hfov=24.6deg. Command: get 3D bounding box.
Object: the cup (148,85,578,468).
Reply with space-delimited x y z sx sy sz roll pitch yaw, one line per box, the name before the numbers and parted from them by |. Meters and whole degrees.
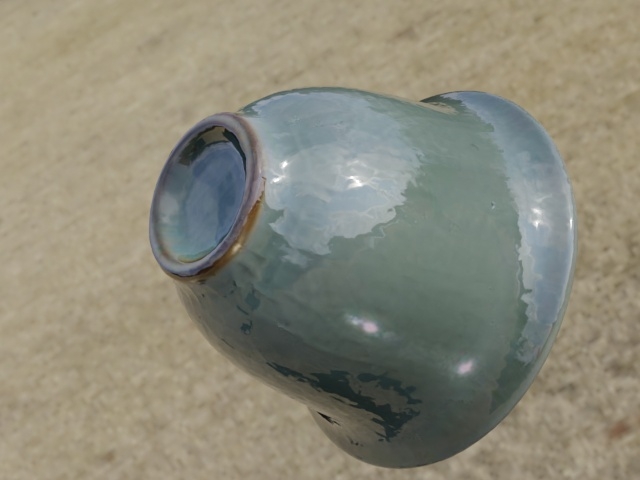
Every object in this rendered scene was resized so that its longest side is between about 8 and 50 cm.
cup | 0.000 0.000 0.705 0.199 0.150 0.199 -23 58 43
